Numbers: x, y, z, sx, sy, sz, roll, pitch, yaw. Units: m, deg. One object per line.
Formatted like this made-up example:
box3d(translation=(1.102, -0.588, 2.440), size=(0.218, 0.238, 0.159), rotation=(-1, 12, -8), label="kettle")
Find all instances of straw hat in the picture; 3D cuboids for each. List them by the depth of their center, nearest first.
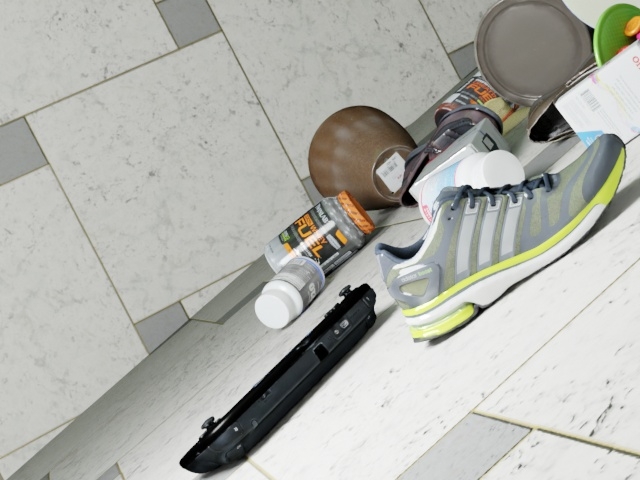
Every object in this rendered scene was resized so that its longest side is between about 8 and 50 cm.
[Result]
box3d(translation=(0.321, -0.227, 2.473), size=(0.144, 0.061, 0.144), rotation=(-39, 5, 4), label="straw hat")

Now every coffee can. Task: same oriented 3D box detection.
box3d(translation=(0.402, -0.371, 2.361), size=(0.201, 0.201, 0.275), rotation=(-36, 6, 32), label="coffee can")

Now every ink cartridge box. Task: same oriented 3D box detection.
box3d(translation=(0.358, -0.168, 1.604), size=(0.122, 0.088, 0.052), rotation=(-37, 3, 24), label="ink cartridge box")
box3d(translation=(0.223, -0.112, 2.124), size=(0.127, 0.072, 0.175), rotation=(-37, 6, 23), label="ink cartridge box")

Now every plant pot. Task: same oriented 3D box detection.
box3d(translation=(0.111, -0.146, 2.622), size=(0.215, 0.215, 0.230), rotation=(-40, 19, -6), label="plant pot")

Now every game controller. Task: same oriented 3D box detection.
box3d(translation=(-0.052, 0.173, 1.695), size=(0.319, 0.067, 0.166), rotation=(-42, 6, -31), label="game controller")

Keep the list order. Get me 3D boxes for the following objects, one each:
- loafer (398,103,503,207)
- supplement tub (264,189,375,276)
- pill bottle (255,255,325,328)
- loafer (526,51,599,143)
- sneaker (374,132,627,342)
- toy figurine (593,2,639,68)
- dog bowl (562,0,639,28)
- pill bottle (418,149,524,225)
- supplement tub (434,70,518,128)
box3d(translation=(0.219, -0.135, 2.316), size=(0.095, 0.109, 0.302), rotation=(-63, 9, -25), label="loafer")
box3d(translation=(0.000, 0.000, 2.478), size=(0.190, 0.117, 0.117), rotation=(-39, 5, 9), label="supplement tub")
box3d(translation=(-0.054, 0.090, 2.310), size=(0.078, 0.078, 0.137), rotation=(-35, 7, 37), label="pill bottle")
box3d(translation=(0.368, -0.192, 1.863), size=(0.220, 0.080, 0.078), rotation=(-41, 12, 47), label="loafer")
box3d(translation=(0.183, -0.020, 1.390), size=(0.300, 0.121, 0.111), rotation=(-38, 6, 12), label="sneaker")
box3d(translation=(0.430, -0.232, 1.643), size=(0.159, 0.130, 0.173), rotation=(-14, 46, 55), label="toy figurine")
box3d(translation=(0.495, -0.457, 2.107), size=(0.265, 0.265, 0.104), rotation=(-36, 9, 29), label="dog bowl")
box3d(translation=(0.206, -0.069, 1.823), size=(0.087, 0.087, 0.160), rotation=(-42, 6, -28), label="pill bottle")
box3d(translation=(0.319, -0.271, 2.611), size=(0.198, 0.106, 0.106), rotation=(-42, 6, -24), label="supplement tub")
